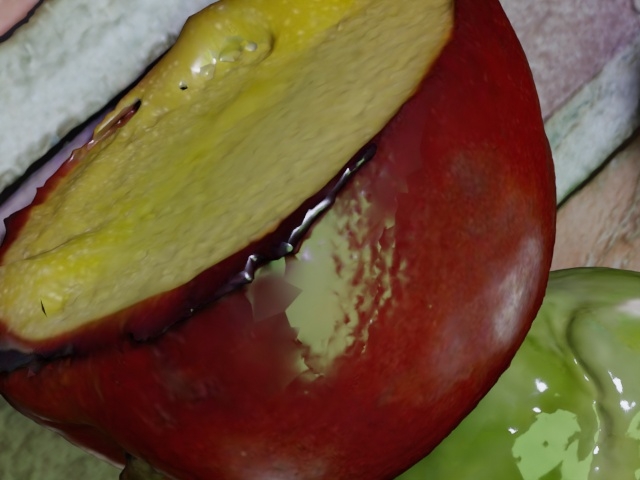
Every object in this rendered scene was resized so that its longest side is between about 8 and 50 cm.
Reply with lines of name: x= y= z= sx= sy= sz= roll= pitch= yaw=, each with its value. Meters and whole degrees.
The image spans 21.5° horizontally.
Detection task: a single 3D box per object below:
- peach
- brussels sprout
peach: x=0.000 y=0.000 z=0.892 sx=0.361 sy=0.258 sz=0.201 roll=-55 pitch=126 yaw=-26
brussels sprout: x=0.159 y=0.150 z=1.035 sx=0.274 sy=0.242 sz=0.316 roll=-44 pitch=129 yaw=-8
